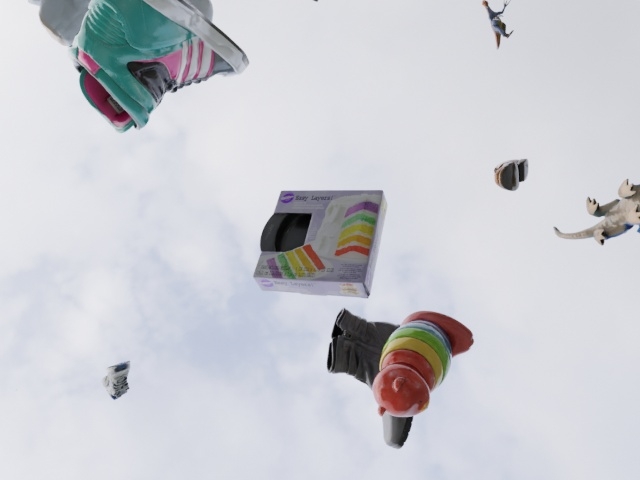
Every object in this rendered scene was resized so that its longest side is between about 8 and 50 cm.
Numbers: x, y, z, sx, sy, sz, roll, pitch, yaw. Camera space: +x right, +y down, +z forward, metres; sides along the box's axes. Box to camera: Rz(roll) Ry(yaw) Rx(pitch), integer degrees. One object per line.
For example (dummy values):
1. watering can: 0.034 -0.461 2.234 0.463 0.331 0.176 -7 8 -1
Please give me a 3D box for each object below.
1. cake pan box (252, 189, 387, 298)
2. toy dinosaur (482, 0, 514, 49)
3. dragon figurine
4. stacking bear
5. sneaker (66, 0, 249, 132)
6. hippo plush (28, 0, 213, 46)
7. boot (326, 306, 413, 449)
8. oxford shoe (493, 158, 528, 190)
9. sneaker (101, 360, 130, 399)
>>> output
1. cake pan box: 0.000 0.000 1.369 0.070 0.266 0.246 65 -145 -49
2. toy dinosaur: 0.325 -0.411 1.168 0.082 0.090 0.047 40 -133 1
3. dragon figurine: 0.524 -0.046 1.022 0.143 0.289 0.085 -4 -112 -20
4. stacking bear: 0.203 0.280 1.355 0.164 0.175 0.289 37 -151 10
5. sneaker: -0.205 -0.215 0.778 0.124 0.295 0.178 44 -80 12
6. hippo plush: -0.276 -0.404 0.955 0.236 0.294 0.235 13 -122 -67
7. boot: 0.117 0.351 1.587 0.222 0.118 0.339 14 -126 -16
8. oxford shoe: 0.488 -0.173 1.637 0.212 0.075 0.076 -23 -66 -57
9. sneaker: -0.428 0.301 1.328 0.052 0.135 0.058 -15 -113 -34
